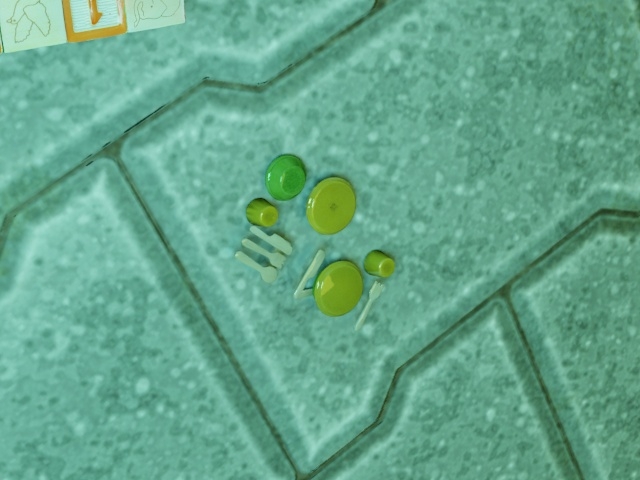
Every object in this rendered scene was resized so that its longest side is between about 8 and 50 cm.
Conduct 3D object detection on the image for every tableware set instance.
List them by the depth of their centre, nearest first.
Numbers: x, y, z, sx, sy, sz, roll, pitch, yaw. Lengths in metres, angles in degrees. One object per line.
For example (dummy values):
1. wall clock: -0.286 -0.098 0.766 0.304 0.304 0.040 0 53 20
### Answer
1. tableware set: 0.000 0.000 1.098 0.154 0.024 0.104 31 86 -34

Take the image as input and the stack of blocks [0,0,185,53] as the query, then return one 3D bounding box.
1. stack of blocks: -0.134 -0.230 0.891 0.297 0.087 0.171 -16 115 -27
